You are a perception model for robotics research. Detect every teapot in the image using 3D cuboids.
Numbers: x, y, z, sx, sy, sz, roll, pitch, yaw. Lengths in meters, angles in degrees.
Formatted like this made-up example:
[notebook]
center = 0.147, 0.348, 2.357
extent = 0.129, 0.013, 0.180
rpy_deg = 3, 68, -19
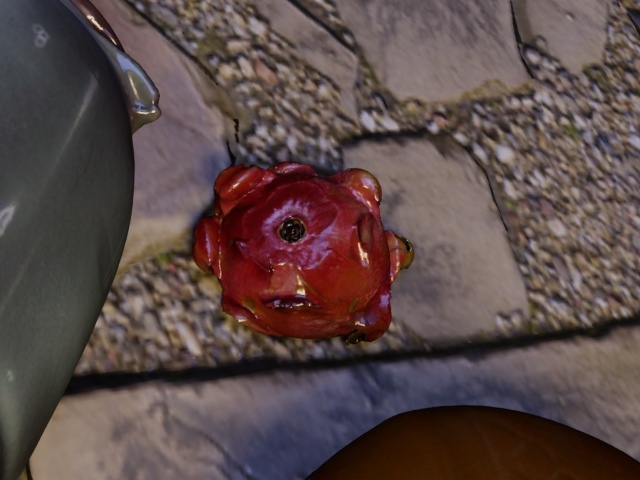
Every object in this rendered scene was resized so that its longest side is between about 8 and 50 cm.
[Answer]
[teapot]
center = -0.234, -0.012, 0.624
extent = 0.315, 0.233, 0.312
rpy_deg = 7, 38, 17

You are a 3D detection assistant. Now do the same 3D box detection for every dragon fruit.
[dragon fruit]
center = -0.005, 0.001, 0.793
extent = 0.126, 0.068, 0.112
rpy_deg = 24, 50, -5

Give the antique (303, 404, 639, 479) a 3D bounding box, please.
[antique]
center = 0.093, 0.195, 0.641
extent = 0.278, 0.129, 0.223
rpy_deg = 24, 47, -6
